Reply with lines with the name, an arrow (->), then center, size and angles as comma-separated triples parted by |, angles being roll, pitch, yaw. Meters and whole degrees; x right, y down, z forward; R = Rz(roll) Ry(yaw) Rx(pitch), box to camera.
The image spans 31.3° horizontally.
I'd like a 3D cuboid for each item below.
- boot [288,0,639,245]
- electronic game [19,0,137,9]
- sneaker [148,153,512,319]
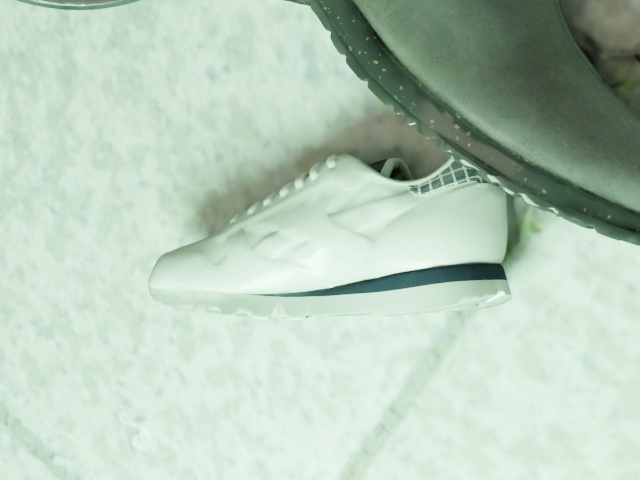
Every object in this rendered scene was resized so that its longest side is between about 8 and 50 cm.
boot -> 0.091, -0.169, 0.547 | 0.338, 0.118, 0.222 | 39, 110, 8
electronic game -> -0.140, -0.243, 0.635 | 0.229, 0.048, 0.229 | -3, 112, -8
sneaker -> 0.000, 0.000, 0.669 | 0.235, 0.090, 0.095 | -6, 87, 28
